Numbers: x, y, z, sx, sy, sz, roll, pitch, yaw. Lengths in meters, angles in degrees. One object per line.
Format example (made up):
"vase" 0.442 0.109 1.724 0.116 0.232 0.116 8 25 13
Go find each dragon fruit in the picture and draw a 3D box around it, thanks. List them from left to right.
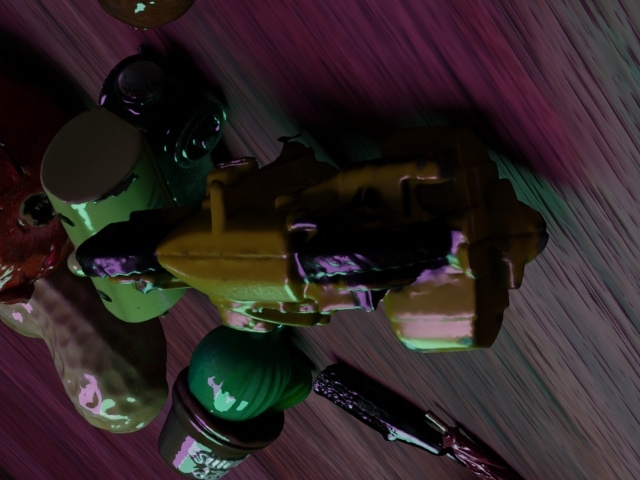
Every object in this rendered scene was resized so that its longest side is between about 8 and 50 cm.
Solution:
"dragon fruit" -0.321 -0.055 1.700 0.241 0.241 0.252 46 153 -21

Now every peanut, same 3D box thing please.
"peanut" -0.247 0.062 1.891 0.298 0.136 0.120 52 -154 22

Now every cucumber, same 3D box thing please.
"cucumber" 0.064 0.163 1.757 0.163 0.039 0.043 31 -178 30

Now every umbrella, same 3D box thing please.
"umbrella" 0.155 0.206 1.702 0.165 0.025 0.027 39 141 -5

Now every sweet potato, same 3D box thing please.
"sweet potato" -0.115 -0.171 1.241 0.075 0.075 0.269 42 166 -6

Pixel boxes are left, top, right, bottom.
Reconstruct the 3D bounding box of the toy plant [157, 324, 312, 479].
"toy plant" -0.074 0.144 1.836 0.143 0.200 0.105 11 -142 -42

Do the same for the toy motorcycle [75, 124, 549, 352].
"toy motorcycle" 0.000 0.002 1.281 0.342 0.206 0.142 -1 105 51

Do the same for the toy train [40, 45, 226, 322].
"toy train" -0.139 -0.032 1.487 0.105 0.157 0.253 33 161 22
